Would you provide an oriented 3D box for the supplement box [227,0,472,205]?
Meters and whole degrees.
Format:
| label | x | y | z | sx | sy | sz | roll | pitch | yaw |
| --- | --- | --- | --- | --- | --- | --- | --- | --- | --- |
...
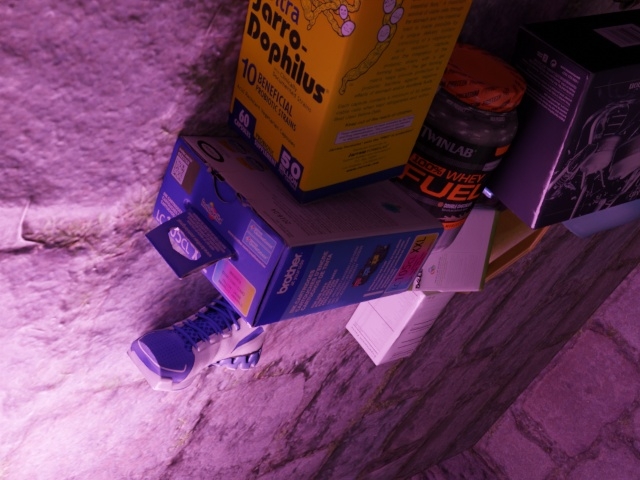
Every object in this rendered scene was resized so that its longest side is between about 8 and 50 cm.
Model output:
| label | x | y | z | sx | sy | sz | roll | pitch | yaw |
| --- | --- | --- | --- | --- | --- | --- | --- | --- | --- |
| supplement box | 0.033 | -0.256 | 0.912 | 0.195 | 0.194 | 0.356 | -19 | 143 | -34 |

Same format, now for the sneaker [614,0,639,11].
| label | x | y | z | sx | sy | sz | roll | pitch | yaw |
| --- | --- | --- | --- | --- | --- | --- | --- | --- | --- |
| sneaker | 0.597 | -0.499 | 1.375 | 0.188 | 0.066 | 0.071 | 8 | 125 | -53 |

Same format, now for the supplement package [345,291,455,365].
| label | x | y | z | sx | sy | sz | roll | pitch | yaw |
| --- | --- | --- | --- | --- | --- | --- | --- | --- | --- |
| supplement package | 0.193 | 0.162 | 1.705 | 0.134 | 0.139 | 0.244 | -7 | 137 | -43 |

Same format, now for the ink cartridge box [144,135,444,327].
| label | x | y | z | sx | sy | sz | roll | pitch | yaw |
| --- | --- | --- | --- | --- | --- | --- | --- | --- | --- |
| ink cartridge box | -0.053 | -0.028 | 1.036 | 0.396 | 0.270 | 0.151 | -5 | 129 | -46 |

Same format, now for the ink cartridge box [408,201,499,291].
| label | x | y | z | sx | sy | sz | roll | pitch | yaw |
| --- | --- | --- | --- | --- | --- | --- | --- | --- | --- |
| ink cartridge box | 0.243 | 0.008 | 1.505 | 0.255 | 0.097 | 0.188 | 2 | 104 | -32 |

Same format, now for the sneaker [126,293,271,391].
| label | x | y | z | sx | sy | sz | roll | pitch | yaw |
| --- | --- | --- | --- | --- | --- | --- | --- | --- | --- |
| sneaker | -0.188 | 0.149 | 1.279 | 0.316 | 0.127 | 0.182 | -4 | 130 | -56 |

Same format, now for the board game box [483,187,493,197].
| label | x | y | z | sx | sy | sz | roll | pitch | yaw |
| --- | --- | --- | --- | --- | --- | --- | --- | --- | --- |
| board game box | 0.511 | -0.251 | 1.535 | 0.390 | 0.050 | 0.390 | -54 | 161 | 20 |

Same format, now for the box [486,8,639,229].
| label | x | y | z | sx | sy | sz | roll | pitch | yaw |
| --- | --- | --- | --- | --- | --- | --- | --- | --- | --- |
| box | 0.498 | -0.222 | 1.265 | 0.343 | 0.179 | 0.312 | -15 | 136 | -23 |

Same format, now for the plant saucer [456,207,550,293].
| label | x | y | z | sx | sy | sz | roll | pitch | yaw |
| --- | --- | --- | --- | --- | --- | --- | --- | --- | --- |
| plant saucer | 0.469 | 0.010 | 1.814 | 0.333 | 0.081 | 0.333 | -34 | 162 | -13 |

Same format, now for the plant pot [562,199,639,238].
| label | x | y | z | sx | sy | sz | roll | pitch | yaw |
| --- | --- | --- | --- | --- | --- | --- | --- | --- | --- |
| plant pot | 0.731 | -0.148 | 1.824 | 0.272 | 0.271 | 0.255 | 0 | 146 | -49 |

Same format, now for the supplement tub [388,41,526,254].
| label | x | y | z | sx | sy | sz | roll | pitch | yaw |
| --- | --- | --- | --- | --- | --- | --- | --- | --- | --- |
| supplement tub | 0.204 | -0.156 | 1.231 | 0.207 | 0.207 | 0.338 | -15 | 141 | -38 |
